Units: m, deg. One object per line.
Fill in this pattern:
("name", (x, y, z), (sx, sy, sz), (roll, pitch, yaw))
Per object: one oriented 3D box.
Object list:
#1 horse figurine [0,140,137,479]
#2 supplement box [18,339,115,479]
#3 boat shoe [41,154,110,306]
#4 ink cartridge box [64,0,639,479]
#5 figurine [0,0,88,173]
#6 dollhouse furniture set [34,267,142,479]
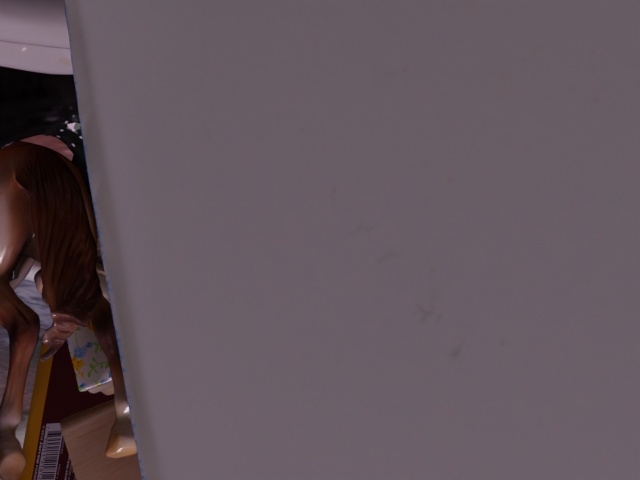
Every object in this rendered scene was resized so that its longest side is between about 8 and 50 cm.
("horse figurine", (-0.151, 0.024, 0.802), (0.066, 0.174, 0.263), (-3, 166, -36))
("supplement box", (-0.097, 0.165, 1.243), (0.129, 0.191, 0.194), (21, 160, -39))
("boat shoe", (0.000, 0.000, 0.766), (0.285, 0.092, 0.103), (7, -167, 36))
("ink cartridge box", (0.069, -0.005, 0.452), (0.171, 0.168, 0.233), (-10, -178, 16))
("figurine", (-0.080, -0.074, 0.634), (0.209, 0.092, 0.215), (9, 165, -33))
("dollhouse furniture set", (-0.006, 0.073, 0.877), (0.242, 0.212, 0.161), (-21, 162, 3))
